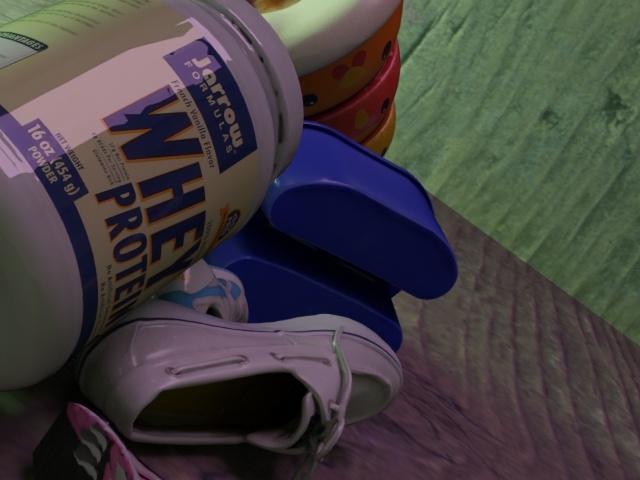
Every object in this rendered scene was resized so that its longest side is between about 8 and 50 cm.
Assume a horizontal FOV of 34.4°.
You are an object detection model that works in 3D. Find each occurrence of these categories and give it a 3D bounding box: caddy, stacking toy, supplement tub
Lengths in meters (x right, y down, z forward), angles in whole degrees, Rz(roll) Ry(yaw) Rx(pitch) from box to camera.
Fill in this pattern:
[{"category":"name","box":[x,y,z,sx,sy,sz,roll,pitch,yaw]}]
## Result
[{"category":"caddy","box":[0.000,0.000,1.262,0.341,0.241,0.179,27,23,-30]},{"category":"stacking toy","box":[0.006,-0.196,1.485,0.350,0.351,0.479,49,-11,44]},{"category":"supplement tub","box":[-0.183,-0.061,0.797,0.235,0.235,0.325,38,43,11]}]

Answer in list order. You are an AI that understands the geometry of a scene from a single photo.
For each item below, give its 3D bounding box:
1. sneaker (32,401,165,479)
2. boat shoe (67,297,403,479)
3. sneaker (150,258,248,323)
[{"category":"sneaker","box":[-0.126,0.190,0.713,0.178,0.072,0.077,49,5,18]},{"category":"boat shoe","box":[-0.033,0.145,0.911,0.367,0.135,0.156,17,22,-45]},{"category":"sneaker","box":[-0.123,0.072,1.018,0.228,0.087,0.092,53,18,-70]}]
